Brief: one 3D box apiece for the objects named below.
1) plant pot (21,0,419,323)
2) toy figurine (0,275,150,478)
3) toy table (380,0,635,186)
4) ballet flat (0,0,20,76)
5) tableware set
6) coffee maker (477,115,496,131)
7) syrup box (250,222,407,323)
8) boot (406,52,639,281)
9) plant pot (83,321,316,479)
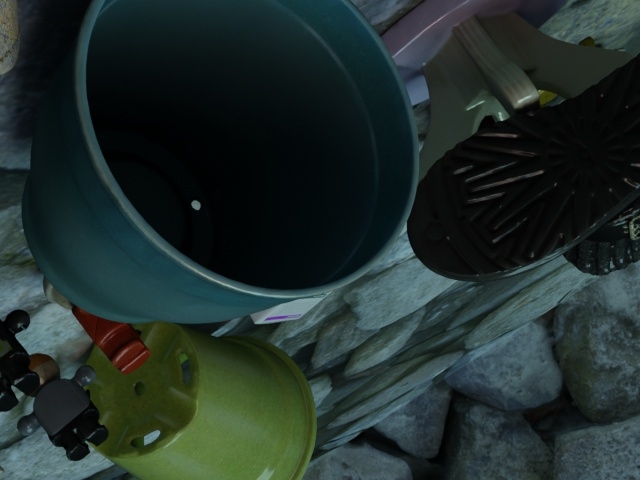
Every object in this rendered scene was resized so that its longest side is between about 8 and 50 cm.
[{"bbox_3d":[-0.107,-0.055,0.928,0.272,0.271,0.255,-16,172,-36],"label":"plant pot"},{"bbox_3d":[-0.303,0.129,1.199,0.213,0.148,0.209,-15,143,-45],"label":"toy figurine"},{"bbox_3d":[0.179,-0.163,1.203,0.274,0.161,0.252,-35,161,15],"label":"toy table"},{"bbox_3d":[-0.309,-0.133,0.663,0.316,0.107,0.106,-18,139,-46],"label":"ballet flat"},{"bbox_3d":[0.308,-0.203,1.519,0.104,0.024,0.154,-13,156,-35],"label":"tableware set"},{"bbox_3d":[0.217,-0.088,1.439,0.120,0.171,0.178,-46,164,-5],"label":"coffee maker"},{"bbox_3d":[0.000,0.000,1.454,0.237,0.093,0.096,-40,160,26],"label":"syrup box"},{"bbox_3d":[0.241,-0.035,1.170,0.348,0.131,0.260,-27,161,-8],"label":"boot"},{"bbox_3d":[-0.178,0.222,1.547,0.276,0.276,0.254,-33,151,8],"label":"plant pot"}]
